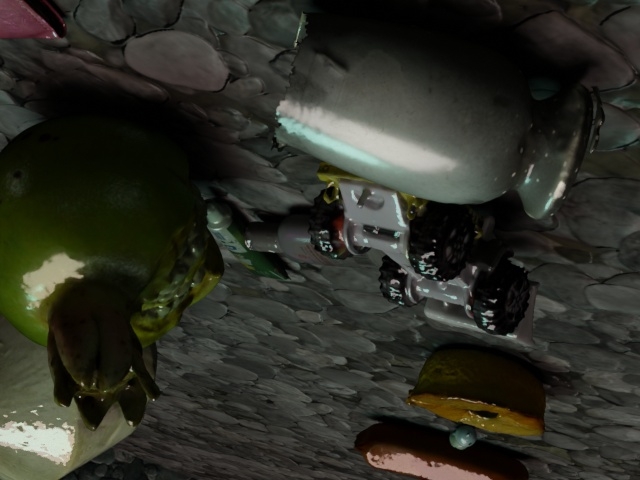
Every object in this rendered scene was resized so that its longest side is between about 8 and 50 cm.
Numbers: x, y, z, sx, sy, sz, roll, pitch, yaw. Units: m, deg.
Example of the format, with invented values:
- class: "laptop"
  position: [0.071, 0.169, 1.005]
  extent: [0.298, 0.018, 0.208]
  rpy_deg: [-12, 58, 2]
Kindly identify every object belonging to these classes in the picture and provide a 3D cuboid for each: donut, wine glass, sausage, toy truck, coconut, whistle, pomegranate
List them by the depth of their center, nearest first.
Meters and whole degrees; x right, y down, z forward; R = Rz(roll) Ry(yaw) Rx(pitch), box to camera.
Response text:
- class: "wine glass"
  position: [0.073, -0.084, 0.725]
  extent: [0.204, 0.111, 0.111]
  rpy_deg: [14, 160, -5]
- class: "toy truck"
  position: [0.103, 0.003, 0.927]
  extent: [0.136, 0.111, 0.286]
  rpy_deg: [14, 163, 36]
- class: "pomegranate"
  position: [-0.204, 0.028, 0.970]
  extent: [0.236, 0.302, 0.236]
  rpy_deg: [-1, 138, -1]
- class: "donut"
  position: [0.207, 0.193, 1.387]
  extent: [0.174, 0.074, 0.190]
  rpy_deg: [-8, 153, 45]
- class: "coconut"
  position: [-0.391, 0.185, 1.463]
  extent: [0.329, 0.329, 0.329]
  rpy_deg: [14, 159, 6]
- class: "whistle"
  position: [0.227, 0.318, 1.739]
  extent: [0.035, 0.035, 0.100]
  rpy_deg: [17, 161, -2]
- class: "sausage"
  position: [0.204, 0.367, 1.811]
  extent: [0.300, 0.089, 0.083]
  rpy_deg: [16, 121, 3]

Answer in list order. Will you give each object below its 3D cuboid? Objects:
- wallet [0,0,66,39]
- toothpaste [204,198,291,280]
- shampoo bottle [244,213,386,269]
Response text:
- class: "wallet"
  position: [-0.323, -0.196, 0.857]
  extent: [0.232, 0.025, 0.119]
  rpy_deg: [5, 156, 27]
- class: "toothpaste"
  position: [-0.085, 0.004, 1.183]
  extent: [0.049, 0.031, 0.204]
  rpy_deg: [10, 160, 22]
- class: "shampoo bottle"
  position: [0.000, 0.000, 1.094]
  extent: [0.165, 0.040, 0.080]
  rpy_deg: [4, 157, 30]
